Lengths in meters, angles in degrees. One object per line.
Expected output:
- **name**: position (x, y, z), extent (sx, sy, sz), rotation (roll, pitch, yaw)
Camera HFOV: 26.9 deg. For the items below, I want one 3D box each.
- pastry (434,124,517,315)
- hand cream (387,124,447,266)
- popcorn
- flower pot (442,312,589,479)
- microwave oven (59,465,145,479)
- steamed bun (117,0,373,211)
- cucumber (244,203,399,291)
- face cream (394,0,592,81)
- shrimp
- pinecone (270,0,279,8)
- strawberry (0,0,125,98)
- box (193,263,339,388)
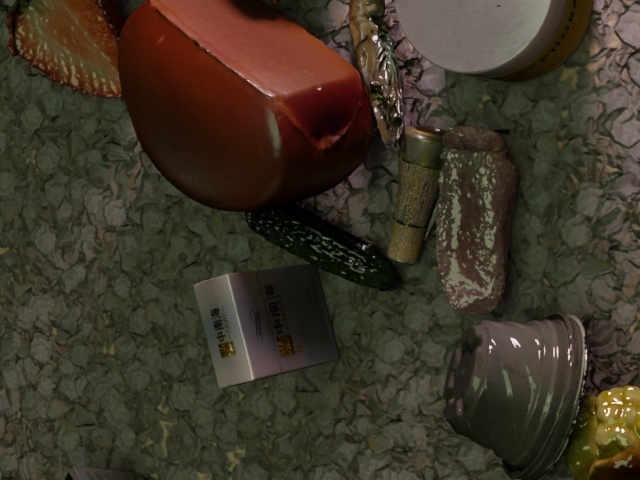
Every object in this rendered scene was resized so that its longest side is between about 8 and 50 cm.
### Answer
- **pastry**: position (0.213, -0.034, 1.843), extent (0.103, 0.112, 0.265), rotation (6, 106, 17)
- **hand cream**: position (0.135, -0.059, 1.899), extent (0.084, 0.084, 0.203), rotation (19, 106, 26)
- **popcorn**: position (0.410, 0.278, 1.722), extent (0.189, 0.218, 0.169), rotation (-15, 40, 12)
- **flower pot**: position (0.244, 0.191, 1.747), extent (0.141, 0.235, 0.235), rotation (15, 101, -6)
- **microwave oven**: position (-0.365, 0.474, 2.131), extent (0.129, 0.163, 0.205), rotation (43, 111, 45)
- **steamed bun**: position (-0.119, -0.180, 1.916), extent (0.379, 0.235, 0.248), rotation (40, 130, 31)
- **cucumber**: position (-0.001, 0.001, 1.969), extent (0.265, 0.077, 0.077), rotation (27, 104, 25)
- **face cream**: position (0.232, -0.323, 1.775), extent (0.218, 0.179, 0.218), rotation (1, 93, 28)
- **shrimp**: position (0.094, -0.273, 1.858), extent (0.169, 0.058, 0.296), rotation (123, 140, -56)
- **pinecone**: position (-0.055, -0.451, 1.926), extent (0.212, 0.169, 0.185), rotation (-48, 69, 21)
- **strawberry**: position (-0.388, -0.338, 2.149), extent (0.286, 0.106, 0.188), rotation (43, 115, 6)
- **box**: position (-0.073, 0.119, 1.918), extent (0.067, 0.243, 0.155), rotation (-19, 84, 29)
